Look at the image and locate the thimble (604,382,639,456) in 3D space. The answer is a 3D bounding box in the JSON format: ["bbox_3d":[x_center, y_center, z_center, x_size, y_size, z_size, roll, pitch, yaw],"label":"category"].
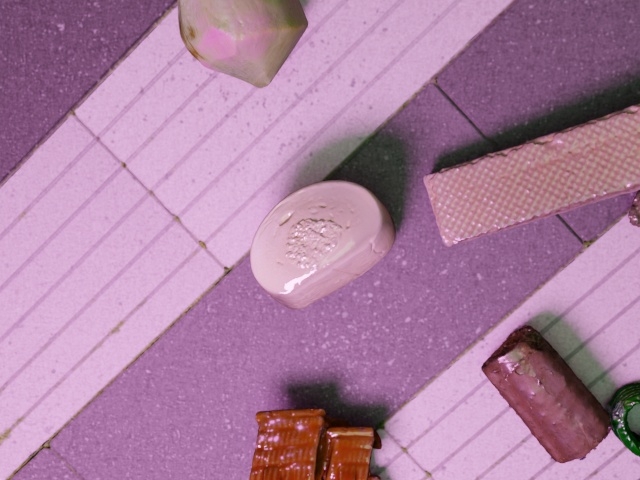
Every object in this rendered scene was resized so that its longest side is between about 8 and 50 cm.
[{"bbox_3d":[0.572,0.319,1.779,0.130,0.090,0.118,24,100,-2],"label":"thimble"}]

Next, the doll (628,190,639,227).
[{"bbox_3d":[0.592,-0.151,1.690,0.203,0.091,0.286,25,92,-13],"label":"doll"}]

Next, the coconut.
[{"bbox_3d":[-0.130,-0.360,1.632,0.205,0.236,0.235,-23,101,-26],"label":"coconut"}]

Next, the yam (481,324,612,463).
[{"bbox_3d":[0.390,0.266,1.764,0.129,0.128,0.238,-44,99,-10],"label":"yam"}]

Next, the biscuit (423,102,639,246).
[{"bbox_3d":[0.390,-0.113,1.671,0.426,0.078,0.144,-17,86,16],"label":"biscuit"}]

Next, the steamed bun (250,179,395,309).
[{"bbox_3d":[0.000,0.000,1.707,0.250,0.200,0.154,-31,74,7],"label":"steamed bun"}]

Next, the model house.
[{"bbox_3d":[-0.003,0.399,1.779,0.199,0.219,0.229,0,115,20],"label":"model house"}]
